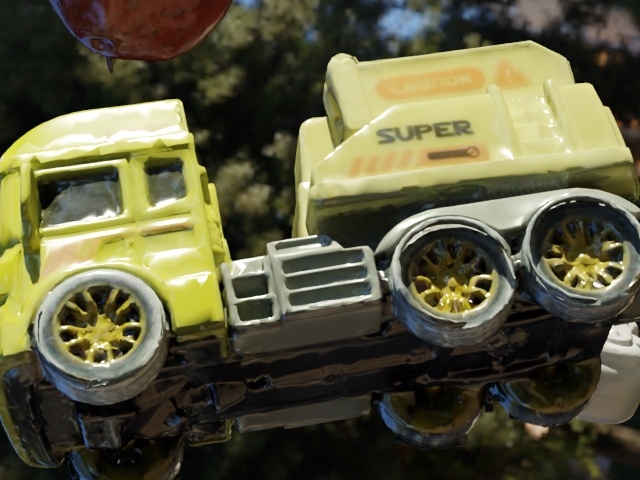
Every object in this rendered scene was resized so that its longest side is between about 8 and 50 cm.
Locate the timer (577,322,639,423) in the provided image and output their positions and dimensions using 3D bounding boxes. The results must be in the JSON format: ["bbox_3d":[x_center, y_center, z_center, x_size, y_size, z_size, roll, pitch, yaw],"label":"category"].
[{"bbox_3d":[0.182,0.076,1.427,0.262,0.237,0.087,-46,-24,-79],"label":"timer"}]

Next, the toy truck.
[{"bbox_3d":[0.000,0.000,0.641,0.124,0.272,0.157,92,167,-59],"label":"toy truck"}]

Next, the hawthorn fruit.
[{"bbox_3d":[-0.151,-0.226,1.282,0.179,0.179,0.200,-52,-13,-50],"label":"hawthorn fruit"}]
